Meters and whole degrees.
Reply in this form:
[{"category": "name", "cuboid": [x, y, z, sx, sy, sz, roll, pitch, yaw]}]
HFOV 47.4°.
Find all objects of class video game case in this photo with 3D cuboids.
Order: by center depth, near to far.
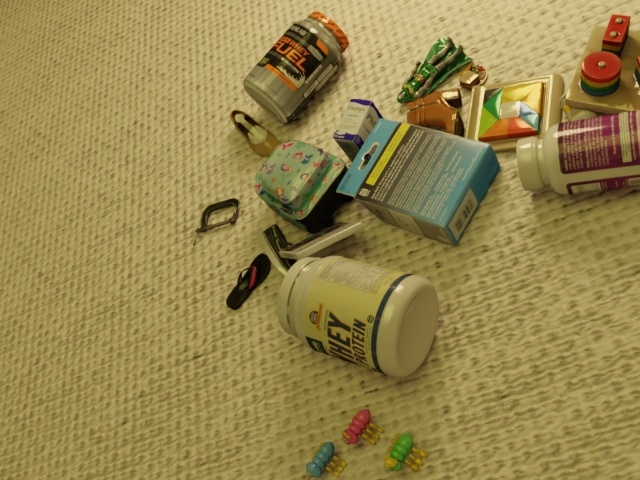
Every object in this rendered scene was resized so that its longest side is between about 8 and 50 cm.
[{"category": "video game case", "cuboid": [0.000, 0.000, 1.876, 0.190, 0.022, 0.173, -26, 9, -16]}]

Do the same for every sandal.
[{"category": "sandal", "cuboid": [-0.203, 0.111, 2.016, 0.067, 0.040, 0.179, 30, 79, 38]}]

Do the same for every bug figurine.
[{"category": "bug figurine", "cuboid": [0.095, 0.492, 1.608, 0.279, 0.072, 0.216, 25, 76, 37]}]

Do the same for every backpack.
[{"category": "backpack", "cuboid": [-0.062, -0.165, 2.017, 0.253, 0.191, 0.225, 31, 81, 43]}]

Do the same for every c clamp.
[{"category": "c clamp", "cuboid": [-0.309, -0.061, 2.193, 0.161, 0.022, 0.137, -20, 50, 20]}]

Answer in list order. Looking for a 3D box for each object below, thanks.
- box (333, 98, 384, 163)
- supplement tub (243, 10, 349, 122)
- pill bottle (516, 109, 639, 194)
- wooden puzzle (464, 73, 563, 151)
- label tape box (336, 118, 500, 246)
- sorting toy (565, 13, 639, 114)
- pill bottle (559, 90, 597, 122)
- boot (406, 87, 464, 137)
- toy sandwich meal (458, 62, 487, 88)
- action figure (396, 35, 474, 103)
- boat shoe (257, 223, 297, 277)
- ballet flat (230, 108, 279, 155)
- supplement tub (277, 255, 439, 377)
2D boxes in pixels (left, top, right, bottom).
[{"category": "box", "cuboid": [0.115, -0.302, 2.028, 0.072, 0.126, 0.137, 11, 69, 35]}, {"category": "supplement tub", "cuboid": [-0.070, -0.531, 2.222, 0.316, 0.193, 0.193, -50, 51, -5]}, {"category": "pill bottle", "cuboid": [0.612, -0.195, 1.663, 0.302, 0.169, 0.169, -6, 60, 25]}, {"category": "wooden puzzle", "cuboid": [0.498, -0.332, 1.886, 0.239, 0.044, 0.221, -1, 62, 28]}, {"category": "label tape box", "cuboid": [0.248, -0.159, 1.883, 0.348, 0.115, 0.249, 21, 74, 39]}, {"category": "sorting toy", "cuboid": [0.747, -0.419, 1.726, 0.257, 0.089, 0.255, 17, 65, 24]}, {"category": "pill bottle", "cuboid": [0.636, -0.310, 1.783, 0.065, 0.065, 0.116, -23, 55, 16]}, {"category": "boot", "cuboid": [0.307, -0.324, 1.973, 0.152, 0.073, 0.197, -12, 46, 22]}, {"category": "toy sandwich meal", "cuboid": [0.419, -0.456, 2.011, 0.086, 0.029, 0.085, -14, 57, 22]}, {"category": "action figure", "cuboid": [0.305, -0.474, 2.069, 0.232, 0.063, 0.137, -45, 54, 3]}, {"category": "boat shoe", "cuboid": [-0.102, 0.034, 1.982, 0.070, 0.078, 0.219, -39, 50, 5]}, {"category": "ballet flat", "cuboid": [-0.214, -0.337, 2.265, 0.080, 0.073, 0.232, -47, 51, -3]}, {"category": "supplement tub", "cuboid": [0.085, 0.166, 1.701, 0.325, 0.235, 0.235, 13, 70, 34]}]
